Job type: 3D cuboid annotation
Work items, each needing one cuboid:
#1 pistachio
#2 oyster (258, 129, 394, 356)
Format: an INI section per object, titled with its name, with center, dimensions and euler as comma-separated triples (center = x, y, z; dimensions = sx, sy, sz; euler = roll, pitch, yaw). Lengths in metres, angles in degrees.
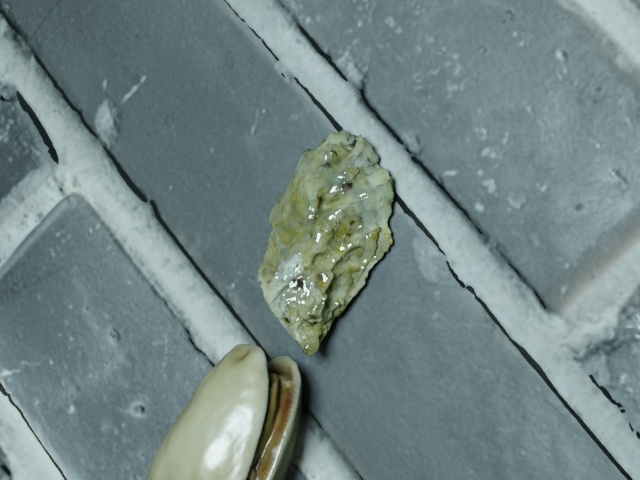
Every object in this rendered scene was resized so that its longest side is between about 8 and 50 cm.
[pistachio]
center = -0.094, 0.207, 1.527
dimensions = 0.223, 0.126, 0.152
euler = -62, 31, 6
[oyster]
center = -0.005, -0.008, 1.539
dimensions = 0.133, 0.072, 0.209
euler = 33, 96, 20
